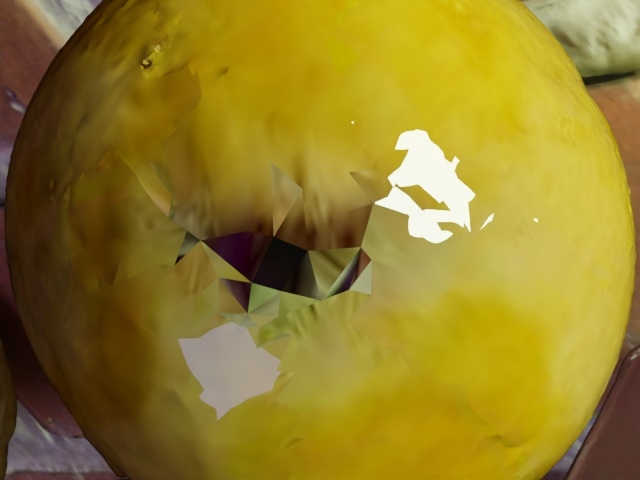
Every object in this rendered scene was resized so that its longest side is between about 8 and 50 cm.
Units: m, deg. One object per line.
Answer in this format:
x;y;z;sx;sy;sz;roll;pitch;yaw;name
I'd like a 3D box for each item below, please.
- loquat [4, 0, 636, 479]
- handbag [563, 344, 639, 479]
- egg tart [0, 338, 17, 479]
0.000;0.000;0.757;0.263;0.263;0.263;22;144;16;loquat
0.190;0.142;0.789;0.203;0.216;0.074;10;135;31;handbag
-0.330;0.107;1.191;0.290;0.115;0.290;1;101;4;egg tart
